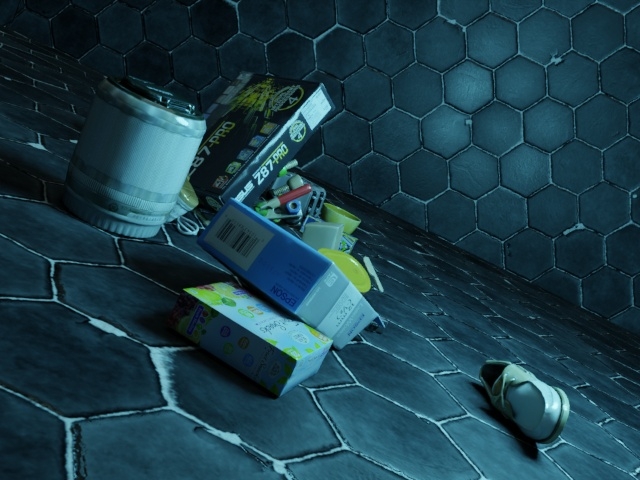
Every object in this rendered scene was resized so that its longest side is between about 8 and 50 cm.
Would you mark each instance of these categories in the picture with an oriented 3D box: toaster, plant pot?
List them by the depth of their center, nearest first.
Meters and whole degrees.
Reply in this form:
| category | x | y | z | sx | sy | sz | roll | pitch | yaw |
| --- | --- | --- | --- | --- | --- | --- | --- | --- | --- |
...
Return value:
| category | x | y | z | sx | sy | sz | roll | pitch | yaw |
| --- | --- | --- | --- | --- | --- | --- | --- | --- | --- |
| plant pot | 0.000 | 0.000 | 1.987 | 0.096 | 0.109 | 0.109 | 15 | 9 | 8 |
| plant pot | 0.050 | -0.049 | 2.340 | 0.134 | 0.095 | 0.134 | 24 | 11 | -5 |
| toaster | -0.087 | -0.162 | 2.528 | 0.185 | 0.110 | 0.168 | 29 | 10 | 17 |

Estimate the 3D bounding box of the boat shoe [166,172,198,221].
| category | x | y | z | sx | sy | sz | roll | pitch | yaw |
| --- | --- | --- | --- | --- | --- | --- | --- | --- | --- |
| boat shoe | -0.355 | -0.133 | 1.645 | 0.098 | 0.096 | 0.277 | 46 | 8 | -34 |

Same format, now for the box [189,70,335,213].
| category | x | y | z | sx | sy | sz | roll | pitch | yaw |
| --- | --- | --- | --- | --- | --- | --- | --- | --- | --- |
| box | -0.198 | -0.248 | 1.802 | 0.318 | 0.395 | 0.097 | 19 | -27 | 44 |

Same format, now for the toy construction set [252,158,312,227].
| category | x | y | z | sx | sy | sz | roll | pitch | yaw |
| --- | --- | --- | --- | --- | --- | --- | --- | --- | --- |
| toy construction set | -0.183 | -0.108 | 1.868 | 0.237 | 0.258 | 0.309 | -26 | 12 | -18 |

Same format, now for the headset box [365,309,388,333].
| category | x | y | z | sx | sy | sz | roll | pitch | yaw |
| --- | --- | --- | --- | --- | --- | --- | --- | --- | --- |
| headset box | 0.102 | 0.169 | 1.577 | 0.062 | 0.032 | 0.083 | 19 | 11 | -34 |

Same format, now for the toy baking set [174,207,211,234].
| category | x | y | z | sx | sy | sz | roll | pitch | yaw |
| --- | --- | --- | --- | --- | --- | --- | --- | --- | --- |
| toy baking set | -0.351 | -0.065 | 1.665 | 0.256 | 0.030 | 0.197 | 16 | 19 | -15 |

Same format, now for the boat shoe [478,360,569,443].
| category | x | y | z | sx | sy | sz | roll | pitch | yaw |
| --- | --- | --- | --- | --- | --- | --- | --- | --- | --- |
| boat shoe | 0.382 | 0.305 | 1.401 | 0.103 | 0.113 | 0.302 | 24 | 0 | -3 |

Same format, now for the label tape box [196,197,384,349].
| category | x | y | z | sx | sy | sz | roll | pitch | yaw |
| --- | --- | --- | --- | --- | --- | --- | --- | --- | --- |
| label tape box | -0.043 | 0.087 | 1.354 | 0.249 | 0.115 | 0.348 | 32 | -11 | 30 |

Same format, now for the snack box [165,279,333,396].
| category | x | y | z | sx | sy | sz | roll | pitch | yaw |
| --- | --- | --- | --- | --- | --- | --- | --- | --- | --- |
| snack box | -0.104 | 0.143 | 1.118 | 0.207 | 0.070 | 0.174 | 30 | 10 | 14 |

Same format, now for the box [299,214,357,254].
| category | x | y | z | sx | sy | sz | roll | pitch | yaw |
| --- | --- | --- | --- | --- | --- | --- | --- | --- | --- |
| box | 0.025 | -0.017 | 2.224 | 0.168 | 0.059 | 0.054 | 28 | 8 | 9 |

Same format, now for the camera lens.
| category | x | y | z | sx | sy | sz | roll | pitch | yaw |
| --- | --- | --- | --- | --- | --- | --- | --- | --- | --- |
| camera lens | -0.367 | -0.170 | 1.433 | 0.219 | 0.274 | 0.219 | 24 | 13 | -6 |

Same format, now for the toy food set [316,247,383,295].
| category | x | y | z | sx | sy | sz | roll | pitch | yaw |
| --- | --- | --- | --- | --- | --- | --- | --- | --- | --- |
| toy food set | 0.050 | 0.093 | 1.763 | 0.217 | 0.071 | 0.128 | 12 | 41 | -46 |
